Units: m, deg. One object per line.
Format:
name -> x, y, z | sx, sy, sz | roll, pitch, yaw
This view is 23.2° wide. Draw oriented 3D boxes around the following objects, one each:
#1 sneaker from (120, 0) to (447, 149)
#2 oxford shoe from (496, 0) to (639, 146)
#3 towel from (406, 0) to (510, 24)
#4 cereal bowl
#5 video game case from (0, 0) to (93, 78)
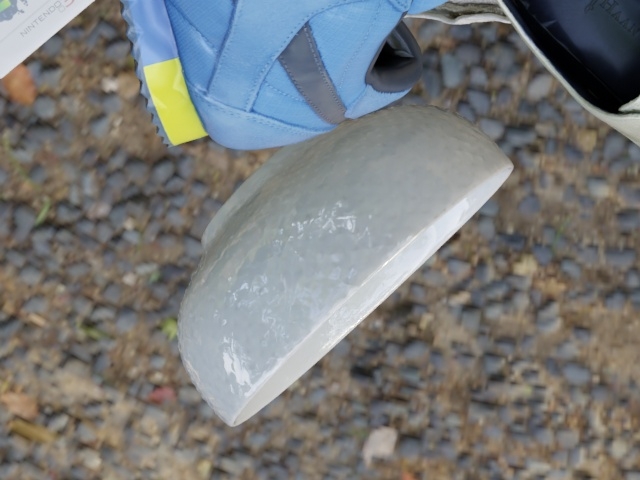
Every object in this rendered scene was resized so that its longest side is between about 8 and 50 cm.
sneaker -> -0.014, -0.087, 0.347 | 0.082, 0.069, 0.209 | -5, 155, 5
oxford shoe -> 0.268, -0.085, 1.087 | 0.397, 0.146, 0.140 | 39, 123, 10
towel -> 0.181, -0.303, 1.919 | 0.282, 0.187, 0.049 | 13, 111, 40
cereal bowl -> 0.000, 0.000, 1.347 | 0.141, 0.339, 0.339 | 46, 123, 7
video game case -> -0.227, -0.216, 1.098 | 0.143, 0.019, 0.157 | -38, 108, 10
